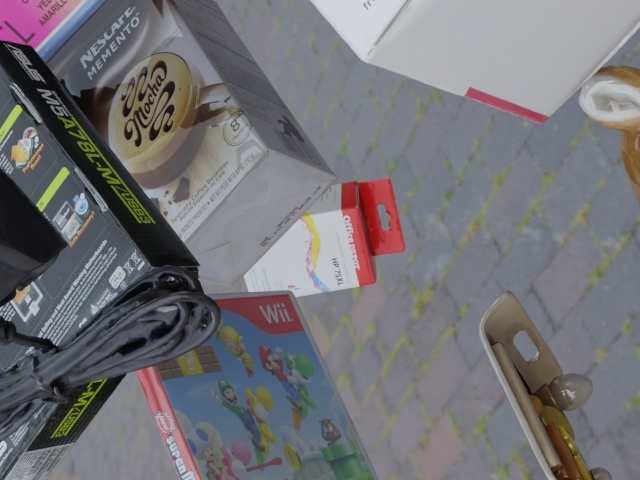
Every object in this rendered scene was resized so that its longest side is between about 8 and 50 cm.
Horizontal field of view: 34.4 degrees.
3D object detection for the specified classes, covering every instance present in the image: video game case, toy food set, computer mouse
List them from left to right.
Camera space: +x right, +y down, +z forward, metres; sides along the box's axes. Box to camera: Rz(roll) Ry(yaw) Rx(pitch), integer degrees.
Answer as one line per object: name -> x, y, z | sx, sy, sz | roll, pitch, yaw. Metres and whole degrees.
computer mouse -> -0.178, 0.011, 0.365 | 0.184, 0.262, 0.060 | -29, 57, 22
video game case -> -0.029, 0.170, 0.780 | 0.025, 0.204, 0.285 | -35, 71, 28
toy food set -> 0.310, 0.230, 1.266 | 0.220, 0.092, 0.306 | 51, -167, -43

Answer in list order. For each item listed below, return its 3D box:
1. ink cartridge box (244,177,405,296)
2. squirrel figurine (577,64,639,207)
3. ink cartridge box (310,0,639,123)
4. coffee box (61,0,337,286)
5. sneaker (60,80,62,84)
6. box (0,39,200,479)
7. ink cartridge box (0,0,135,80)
ink cartridge box -> 0.000, 0.000, 1.482 | 0.078, 0.230, 0.134 | -87, -16, -58
squirrel figurine -> 0.323, -0.075, 0.537 | 0.370, 0.280, 0.397 | -145, 53, -60
ink cartridge box -> 0.032, -0.210, 0.556 | 0.117, 0.207, 0.283 | -48, 63, 23
coffee box -> -0.137, -0.122, 1.071 | 0.168, 0.118, 0.297 | -46, 56, 19
sneaker -> -0.325, -0.200, 1.007 | 0.110, 0.118, 0.292 | -91, 2, -54
box -> -0.176, 0.018, 0.577 | 0.184, 0.045, 0.191 | 50, 115, 26
ink cartridge box -> -0.303, -0.270, 0.683 | 0.270, 0.395, 0.151 | -45, 9, 4
